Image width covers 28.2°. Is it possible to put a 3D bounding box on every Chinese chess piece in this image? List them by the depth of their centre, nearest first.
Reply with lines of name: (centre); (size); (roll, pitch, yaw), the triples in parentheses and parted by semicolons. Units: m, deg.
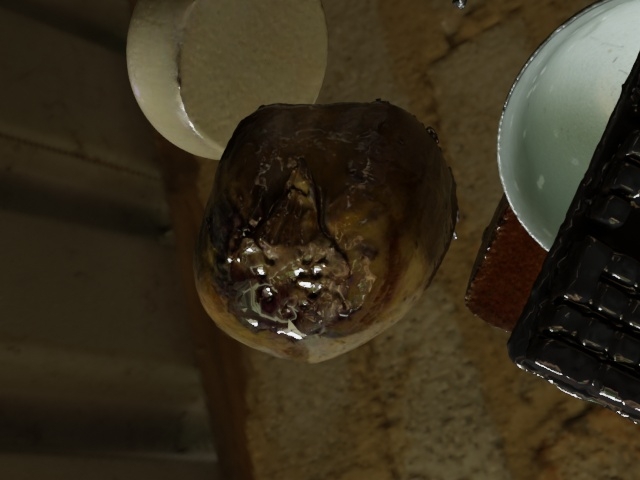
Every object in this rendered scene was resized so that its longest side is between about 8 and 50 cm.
Chinese chess piece: (-0.109, -0.229, 1.536); (0.273, 0.102, 0.273); (-17, -65, -42)

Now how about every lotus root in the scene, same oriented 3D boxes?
lotus root: (0.000, 0.000, 1.233); (0.272, 0.272, 0.192); (55, -158, -16)

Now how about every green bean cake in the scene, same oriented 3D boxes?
green bean cake: (0.271, -0.023, 1.607); (0.097, 0.233, 0.198); (24, -158, 2)

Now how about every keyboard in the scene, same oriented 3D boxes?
keyboard: (0.130, -0.056, 0.358); (0.072, 0.231, 0.023); (25, 177, -7)

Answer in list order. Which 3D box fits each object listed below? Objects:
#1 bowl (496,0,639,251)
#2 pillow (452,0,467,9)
bowl: (0.319, -0.125, 1.196); (0.313, 0.313, 0.146); (49, -157, -24)
pillow: (0.211, -0.340, 1.255); (0.059, 0.255, 0.169); (73, 174, -70)
